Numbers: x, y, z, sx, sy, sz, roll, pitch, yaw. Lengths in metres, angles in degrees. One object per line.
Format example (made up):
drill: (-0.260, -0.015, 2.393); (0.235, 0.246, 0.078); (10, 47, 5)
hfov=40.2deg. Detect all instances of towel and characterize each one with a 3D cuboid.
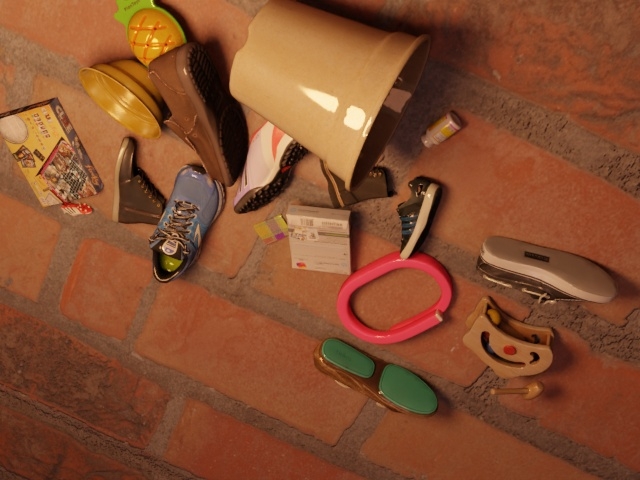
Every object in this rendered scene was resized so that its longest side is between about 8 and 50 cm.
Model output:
towel: (-0.115, -0.026, 2.080); (0.083, 0.009, 0.060); (-22, 114, 24)

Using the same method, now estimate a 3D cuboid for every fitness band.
fitness band: (0.175, 0.139, 2.092); (0.291, 0.054, 0.209); (-30, 111, 27)

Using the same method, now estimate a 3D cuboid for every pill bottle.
pill bottle: (0.252, -0.230, 1.836); (0.083, 0.043, 0.043); (-36, 109, 30)

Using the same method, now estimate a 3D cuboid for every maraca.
maraca: (-0.352, -0.435, 1.818); (0.127, 0.099, 0.185); (-28, 106, 23)

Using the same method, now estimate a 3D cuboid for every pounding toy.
pounding toy: (0.454, 0.266, 2.043); (0.269, 0.155, 0.154); (42, 127, -14)

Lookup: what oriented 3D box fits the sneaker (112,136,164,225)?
sneaker: (-0.421, -0.138, 2.053); (0.118, 0.083, 0.222); (7, 123, -8)

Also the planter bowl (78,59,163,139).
planter bowl: (-0.406, -0.323, 1.885); (0.217, 0.090, 0.217); (31, 161, 12)

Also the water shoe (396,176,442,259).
water shoe: (0.207, -0.053, 1.960); (0.080, 0.073, 0.203); (31, 123, 19)

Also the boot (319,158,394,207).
boot: (0.076, -0.165, 1.913); (0.137, 0.076, 0.198); (-8, 133, 13)

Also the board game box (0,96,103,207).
board game box: (-0.641, -0.204, 2.073); (0.165, 0.042, 0.243); (-11, 119, 20)

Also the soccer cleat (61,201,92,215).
soccer cleat: (-0.600, -0.075, 2.158); (0.083, 0.029, 0.035); (10, 133, 11)

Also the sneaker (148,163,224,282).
sneaker: (-0.318, -0.028, 2.046); (0.130, 0.147, 0.330); (21, 124, 0)

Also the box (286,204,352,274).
box: (0.000, 0.000, 2.026); (0.145, 0.038, 0.186); (6, 137, 10)

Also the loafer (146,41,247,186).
loafer: (-0.259, -0.267, 1.869); (0.130, 0.133, 0.366); (3, 137, 21)

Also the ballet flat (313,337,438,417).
ballet flat: (0.131, 0.362, 2.225); (0.342, 0.116, 0.124); (25, 145, -3)

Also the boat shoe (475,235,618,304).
boat shoe: (0.497, 0.088, 1.945); (0.306, 0.113, 0.105); (15, 131, 7)

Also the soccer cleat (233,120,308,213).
soccer cleat: (-0.120, -0.179, 1.940); (0.116, 0.109, 0.318); (55, 136, 16)

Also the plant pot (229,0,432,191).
plant pot: (0.005, -0.311, 1.707); (0.306, 0.334, 0.333); (28, 125, 9)
